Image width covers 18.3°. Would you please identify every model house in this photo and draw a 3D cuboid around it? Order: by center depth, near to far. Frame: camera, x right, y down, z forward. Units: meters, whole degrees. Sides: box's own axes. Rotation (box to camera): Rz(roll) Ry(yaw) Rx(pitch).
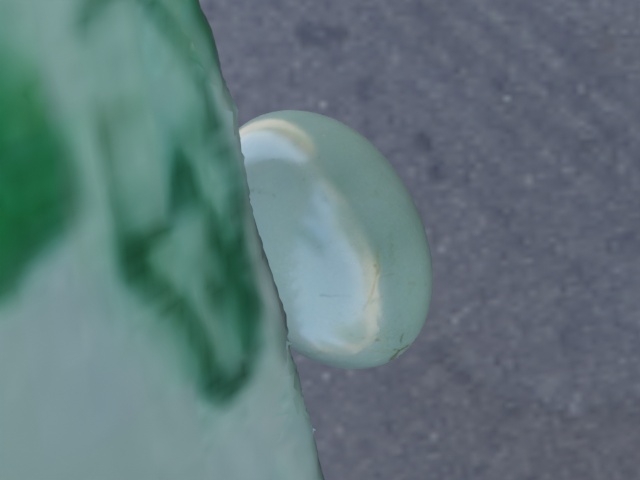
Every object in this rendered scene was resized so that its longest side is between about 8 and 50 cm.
[{"bbox_3d":[-0.177,0.060,0.467,0.325,0.194,0.267,-1,109,41],"label":"model house"}]

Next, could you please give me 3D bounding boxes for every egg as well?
[{"bbox_3d":[0.000,0.000,1.643,0.231,0.168,0.168,59,141,4],"label":"egg"}]
